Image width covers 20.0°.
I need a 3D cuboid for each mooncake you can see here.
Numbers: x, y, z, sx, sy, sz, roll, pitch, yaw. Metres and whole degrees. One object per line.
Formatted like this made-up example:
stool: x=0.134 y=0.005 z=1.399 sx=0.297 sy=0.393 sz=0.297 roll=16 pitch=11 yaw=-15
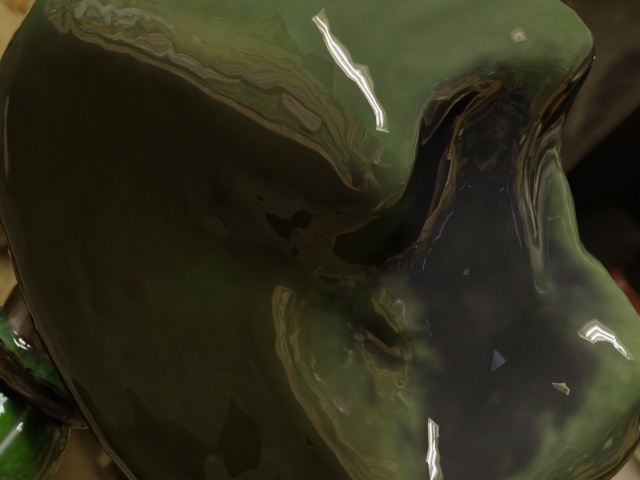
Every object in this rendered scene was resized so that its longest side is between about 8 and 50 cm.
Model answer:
mooncake: x=0.000 y=0.000 z=0.894 sx=0.187 sy=0.351 sz=0.351 roll=-32 pitch=76 yaw=-37

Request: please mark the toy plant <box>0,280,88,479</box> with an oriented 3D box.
toy plant: x=-0.177 y=0.091 z=1.073 sx=0.093 sy=0.162 sz=0.093 roll=38 pitch=10 yaw=-8
